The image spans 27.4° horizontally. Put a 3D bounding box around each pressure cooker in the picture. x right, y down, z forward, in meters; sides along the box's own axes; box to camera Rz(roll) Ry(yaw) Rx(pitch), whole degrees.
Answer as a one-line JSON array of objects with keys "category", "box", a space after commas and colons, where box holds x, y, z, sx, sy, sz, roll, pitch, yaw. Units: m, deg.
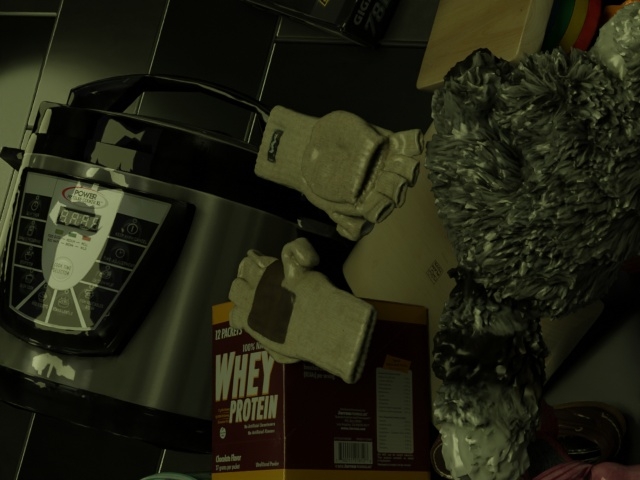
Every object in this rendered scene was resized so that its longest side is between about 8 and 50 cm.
[{"category": "pressure cooker", "box": [-0.198, 0.012, 1.545, 0.375, 0.369, 0.421, 7, 80, 62]}]

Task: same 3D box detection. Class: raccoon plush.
[{"category": "raccoon plush", "box": [0.271, -0.010, 1.113, 0.299, 0.216, 0.447, -9, 78, 42]}]

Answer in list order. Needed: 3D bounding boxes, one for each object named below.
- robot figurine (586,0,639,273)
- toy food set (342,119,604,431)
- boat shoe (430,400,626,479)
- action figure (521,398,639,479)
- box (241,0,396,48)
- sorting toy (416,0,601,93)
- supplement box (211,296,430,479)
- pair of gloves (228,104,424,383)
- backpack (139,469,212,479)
[{"category": "robot figurine", "box": [0.340, -0.122, 1.272, 0.211, 0.085, 0.291, -15, 67, 40]}, {"category": "toy food set", "box": [0.155, 0.039, 1.409, 0.220, 0.092, 0.306, -58, 44, 29]}, {"category": "boat shoe", "box": [0.194, 0.203, 1.287, 0.207, 0.073, 0.073, -18, 102, 32]}, {"category": "action figure", "box": [0.245, 0.305, 1.111, 0.248, 0.275, 0.370, -49, 62, 29]}, {"category": "box", "box": [0.017, -0.422, 1.690, 0.293, 0.073, 0.296, 29, 97, 44]}, {"category": "sorting toy", "box": [0.219, -0.279, 1.376, 0.257, 0.089, 0.256, 180, 107, -72]}, {"category": "supplement box", "box": [0.000, 0.161, 1.354, 0.129, 0.191, 0.194, -16, 71, 51]}, {"category": "pair of gloves", "box": [0.000, 0.000, 1.209, 0.204, 0.042, 0.240, 12, 90, 50]}, {"category": "backpack", "box": [-0.148, 0.385, 1.478, 0.225, 0.191, 0.254, -8, 76, 50]}]
